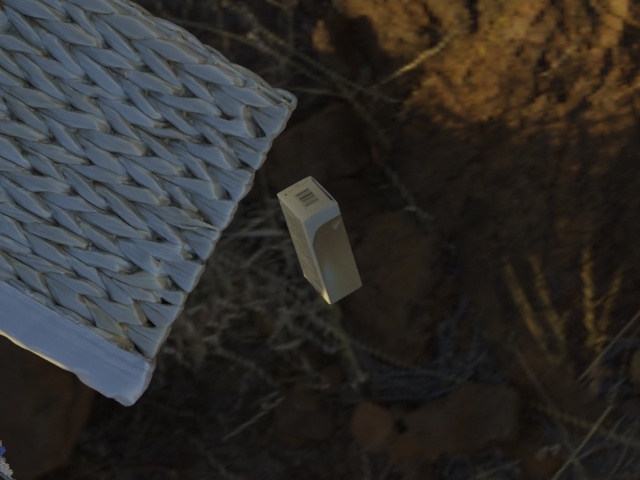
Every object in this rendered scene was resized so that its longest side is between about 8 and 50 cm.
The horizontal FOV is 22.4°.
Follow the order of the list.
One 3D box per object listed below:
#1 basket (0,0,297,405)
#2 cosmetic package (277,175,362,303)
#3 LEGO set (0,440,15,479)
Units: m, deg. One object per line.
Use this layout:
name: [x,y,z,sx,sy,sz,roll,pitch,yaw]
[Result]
basket: [-0.229,-0.081,1.298,0.331,0.328,0.266,29,92,-10]
cosmetic package: [0.000,0.000,1.601,0.060,0.041,0.115,47,161,45]
LEGO set: [-0.324,0.231,1.687,0.182,0.244,0.060,23,67,36]
